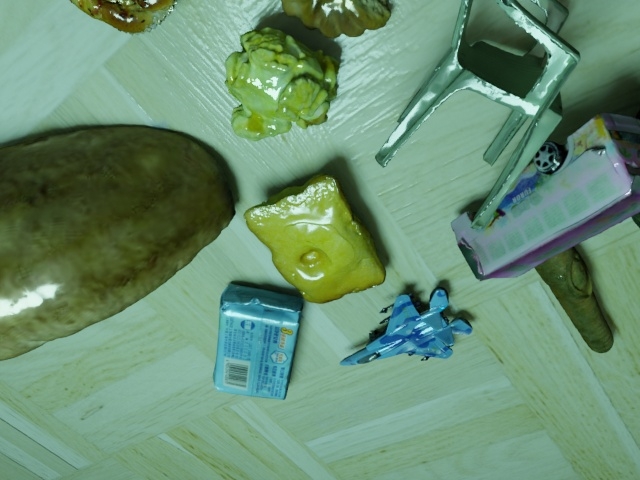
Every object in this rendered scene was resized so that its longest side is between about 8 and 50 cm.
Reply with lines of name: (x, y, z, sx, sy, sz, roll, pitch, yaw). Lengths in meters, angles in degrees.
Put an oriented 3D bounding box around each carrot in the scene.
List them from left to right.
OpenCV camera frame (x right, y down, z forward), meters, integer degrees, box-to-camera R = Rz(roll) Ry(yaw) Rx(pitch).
carrot: (0.409, 0.083, 0.792, 0.070, 0.070, 0.342, -29, 117, 24)

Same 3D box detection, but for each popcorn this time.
popcorn: (-0.051, -0.202, 0.619, 0.162, 0.141, 0.136, -27, 80, 1)

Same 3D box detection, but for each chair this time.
chair: (0.184, -0.194, 0.553, 0.190, 0.203, 0.275, 29, 129, 1)

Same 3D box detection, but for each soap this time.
soap: (-0.121, 0.202, 0.934, 0.156, 0.077, 0.293, 12, 126, -2)

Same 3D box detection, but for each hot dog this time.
hot dog: (-0.286, -0.349, 0.584, 0.252, 0.069, 0.131, 33, 123, -13)

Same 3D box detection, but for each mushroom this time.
mushroom: (-0.334, -0.010, 0.700, 0.397, 0.314, 0.224, -11, 126, 8)

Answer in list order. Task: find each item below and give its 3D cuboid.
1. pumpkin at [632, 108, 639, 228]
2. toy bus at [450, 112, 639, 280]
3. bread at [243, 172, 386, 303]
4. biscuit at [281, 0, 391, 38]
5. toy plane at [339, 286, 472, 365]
pumpkin: (0.515, -0.090, 0.568, 0.300, 0.207, 0.300, 15, 130, 19)
toy bus: (0.285, -0.041, 0.632, 0.090, 0.112, 0.274, 1, 155, -23)
bread: (0.000, 0.000, 0.778, 0.160, 0.088, 0.233, -15, 124, 23)
biscuit: (-0.001, -0.301, 0.571, 0.118, 0.061, 0.183, -29, 129, 31)
toy plane: (0.138, 0.174, 0.884, 0.246, 0.078, 0.169, -27, 117, 30)
